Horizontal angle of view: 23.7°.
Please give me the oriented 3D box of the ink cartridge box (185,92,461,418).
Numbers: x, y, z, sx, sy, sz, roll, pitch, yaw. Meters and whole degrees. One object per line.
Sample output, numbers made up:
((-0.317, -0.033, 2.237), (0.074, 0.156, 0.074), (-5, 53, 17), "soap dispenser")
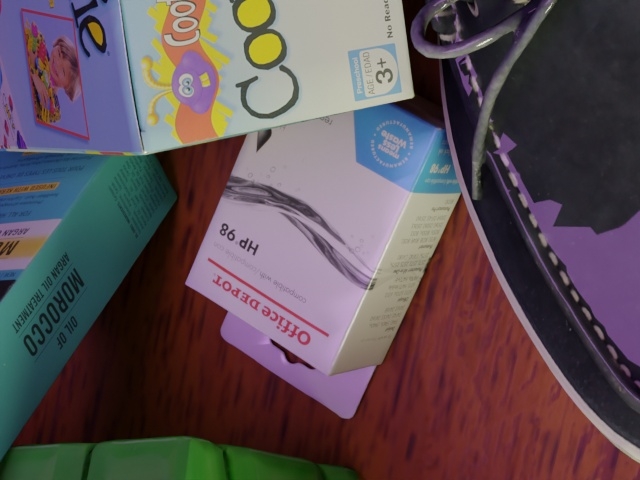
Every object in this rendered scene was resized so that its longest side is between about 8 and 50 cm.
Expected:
((0.000, 0.000, 0.816), (0.104, 0.060, 0.180), (31, 106, 25), "ink cartridge box")

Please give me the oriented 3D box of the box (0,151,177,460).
((-0.178, 0.032, 0.824), (0.100, 0.244, 0.060), (-5, 126, 30), "box")

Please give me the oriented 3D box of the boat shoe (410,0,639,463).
((0.121, -0.133, 0.678), (0.186, 0.156, 0.500), (-13, 85, 18), "boat shoe")

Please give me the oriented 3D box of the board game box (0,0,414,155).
((-0.098, -0.124, 0.749), (0.275, 0.142, 0.144), (7, 108, 57), "board game box")

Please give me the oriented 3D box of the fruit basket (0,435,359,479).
((-0.153, 0.292, 0.785), (0.392, 0.283, 0.392), (-9, 72, 30), "fruit basket")
